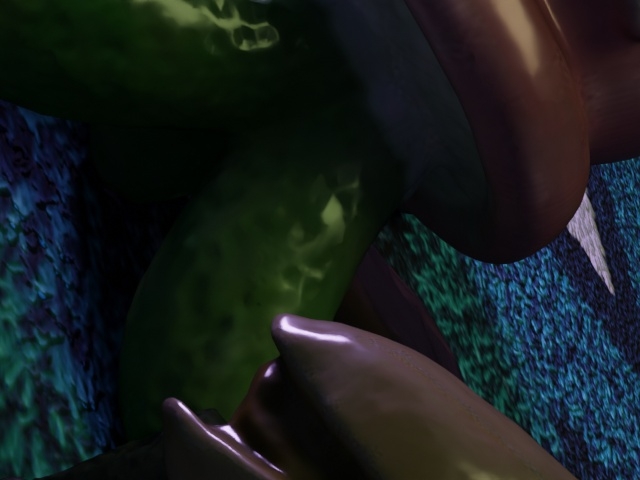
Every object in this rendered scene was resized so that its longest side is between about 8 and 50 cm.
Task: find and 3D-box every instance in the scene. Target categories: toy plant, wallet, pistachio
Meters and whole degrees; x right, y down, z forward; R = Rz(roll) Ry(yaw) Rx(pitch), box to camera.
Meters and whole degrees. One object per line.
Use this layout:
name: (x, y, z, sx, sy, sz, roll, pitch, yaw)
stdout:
toy plant: (0.008, -0.096, 0.849, 0.317, 0.356, 0.210, 63, -9, -13)
wallet: (0.000, 0.000, 1.081, 0.309, 0.042, 0.165, 54, 13, -26)
pistachio: (0.040, 0.121, 0.642, 0.226, 0.136, 0.136, 49, 19, -8)

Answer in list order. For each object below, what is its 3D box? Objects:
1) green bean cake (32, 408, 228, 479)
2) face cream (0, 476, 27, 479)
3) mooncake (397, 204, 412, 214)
green bean cake: (-0.017, 0.168, 0.742, 0.181, 0.094, 0.173, 42, 29, -50)
face cream: (-0.041, 0.176, 0.571, 0.092, 0.092, 0.311, 46, 4, -47)
mooncake: (0.060, -0.157, 1.382, 0.275, 0.135, 0.275, 57, 14, -23)
